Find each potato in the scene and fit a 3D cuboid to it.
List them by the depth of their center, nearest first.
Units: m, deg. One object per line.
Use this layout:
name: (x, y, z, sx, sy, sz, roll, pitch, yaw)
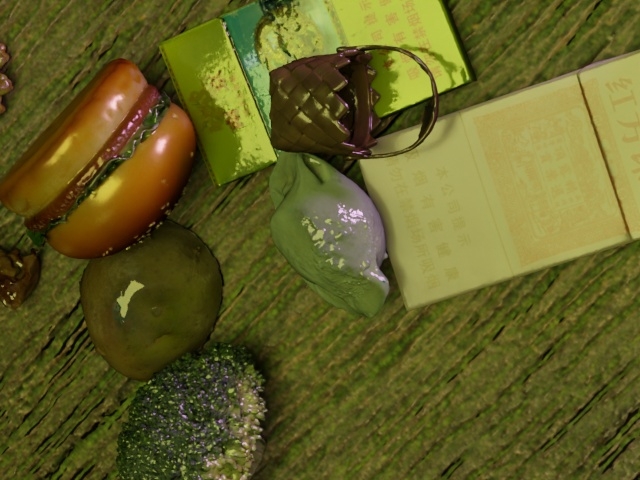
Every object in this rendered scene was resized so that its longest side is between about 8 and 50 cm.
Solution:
potato: (-0.221, 0.077, 1.898, 0.182, 0.117, 0.202, 34, 103, 6)

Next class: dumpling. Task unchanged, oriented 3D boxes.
dumpling: (-0.005, -0.001, 1.813, 0.153, 0.108, 0.219, -37, 76, 33)

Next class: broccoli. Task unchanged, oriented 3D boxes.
broccoli: (-0.149, 0.238, 1.871, 0.198, 0.226, 0.176, 18, 146, 49)

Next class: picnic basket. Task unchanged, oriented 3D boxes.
picnic basket: (0.041, -0.151, 1.739, 0.178, 0.138, 0.128, 3, 101, 16)

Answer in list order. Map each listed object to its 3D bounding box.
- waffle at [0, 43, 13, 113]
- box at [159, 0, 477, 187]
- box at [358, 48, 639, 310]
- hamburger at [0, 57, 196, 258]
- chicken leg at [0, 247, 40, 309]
waffle: (-0.466, -0.222, 1.964, 0.161, 0.046, 0.192, -19, 91, 14)
box: (-0.006, -0.207, 1.841, 0.335, 0.047, 0.187, -21, 91, 17)
box: (0.239, -0.068, 1.787, 0.365, 0.051, 0.204, -18, 91, 16)
hamburger: (-0.245, -0.081, 1.832, 0.170, 0.246, 0.246, 42, 105, -10)
chicken leg: (-0.549, -0.020, 1.972, 0.409, 0.182, 0.295, 31, 113, -6)
